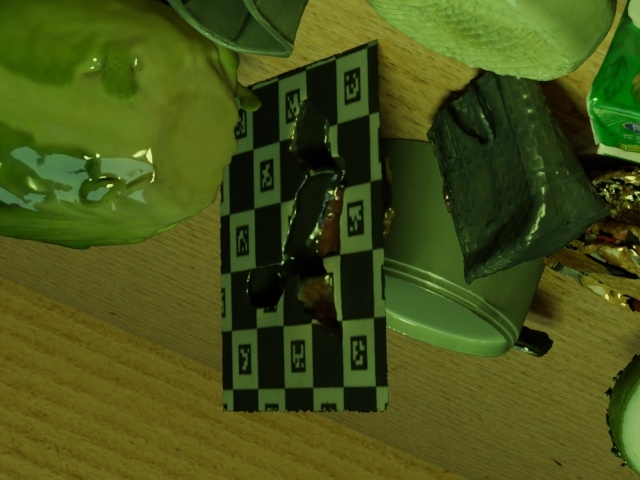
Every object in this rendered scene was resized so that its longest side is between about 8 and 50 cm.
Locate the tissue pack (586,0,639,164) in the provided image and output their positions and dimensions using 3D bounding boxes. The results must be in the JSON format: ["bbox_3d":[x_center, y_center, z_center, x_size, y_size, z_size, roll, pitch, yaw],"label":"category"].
[{"bbox_3d":[0.302,-0.122,1.191,0.209,0.148,0.156,17,163,21],"label":"tissue pack"}]

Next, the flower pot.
[{"bbox_3d":[-0.073,-0.244,1.381,0.103,0.108,0.229,15,164,24],"label":"flower pot"}]

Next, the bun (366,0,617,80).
[{"bbox_3d":[0.123,-0.198,1.241,0.195,0.118,0.195,25,172,4],"label":"bun"}]

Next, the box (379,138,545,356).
[{"bbox_3d":[0.125,0.011,1.862,0.226,0.149,0.226,21,165,6],"label":"box"}]

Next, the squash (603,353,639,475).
[{"bbox_3d":[0.444,0.187,1.931,0.189,0.189,0.260,25,168,-9],"label":"squash"}]

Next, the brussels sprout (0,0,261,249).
[{"bbox_3d":[-0.256,-0.124,1.716,0.315,0.276,0.371,31,162,-38],"label":"brussels sprout"}]

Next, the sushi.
[{"bbox_3d":[0.000,0.000,1.752,0.064,0.343,0.359,1,174,-28],"label":"sushi"}]

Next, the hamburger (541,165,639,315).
[{"bbox_3d":[0.316,0.008,1.679,0.231,0.107,0.231,19,168,4],"label":"hamburger"}]

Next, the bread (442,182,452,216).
[{"bbox_3d":[0.160,-0.052,1.731,0.085,0.085,0.053,22,172,3],"label":"bread"}]

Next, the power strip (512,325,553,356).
[{"bbox_3d":[0.156,0.065,2.083,0.251,0.092,0.257,13,-177,10],"label":"power strip"}]

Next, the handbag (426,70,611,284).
[{"bbox_3d":[0.165,-0.065,1.585,0.089,0.175,0.270,-20,174,-16],"label":"handbag"}]
